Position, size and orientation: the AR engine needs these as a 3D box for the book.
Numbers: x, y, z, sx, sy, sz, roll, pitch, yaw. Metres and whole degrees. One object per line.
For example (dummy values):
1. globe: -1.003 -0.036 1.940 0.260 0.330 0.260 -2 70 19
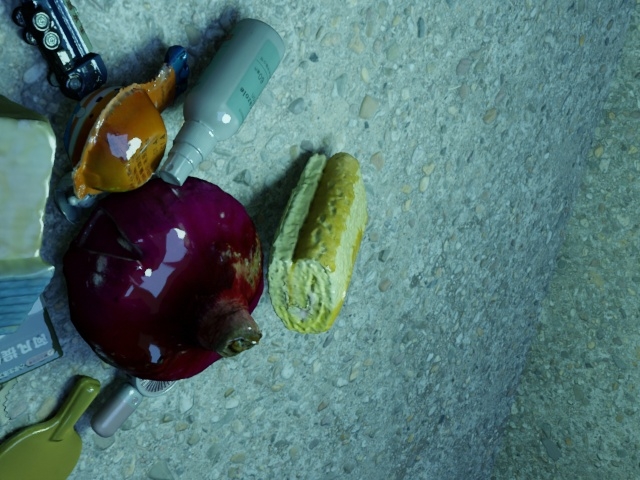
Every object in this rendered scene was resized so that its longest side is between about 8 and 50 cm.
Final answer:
1. book: -0.581 0.129 1.168 0.202 0.027 0.264 -25 117 -33

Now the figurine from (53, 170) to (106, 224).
1. figurine: -0.425 -0.083 1.193 0.086 0.094 0.082 -31 101 8

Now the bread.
1. bread: 0.000 0.000 1.493 0.376 0.164 0.237 -72 162 -44

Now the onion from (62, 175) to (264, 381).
1. onion: -0.227 0.094 1.241 0.398 0.420 0.399 -25 124 -43

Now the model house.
1. model house: -0.570 -0.040 0.854 0.334 0.382 0.343 -3 113 -43

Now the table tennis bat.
1. table tennis bat: -0.553 0.415 1.380 0.321 0.050 0.198 -56 142 0

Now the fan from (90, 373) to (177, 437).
1. fan: -0.389 0.312 1.442 0.244 0.074 0.130 -51 141 -20

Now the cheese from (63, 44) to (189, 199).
1. cheese: -0.320 -0.202 1.163 0.329 0.129 0.217 -60 175 -30

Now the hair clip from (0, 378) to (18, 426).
1. hair clip: -0.589 0.250 1.261 0.072 0.034 0.226 12 105 -43

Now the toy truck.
1. toy truck: -0.417 -0.327 1.078 0.088 0.074 0.202 -45 137 -29

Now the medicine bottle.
1. medicine bottle: -0.187 -0.248 1.239 0.352 0.110 0.110 -63 142 -24
